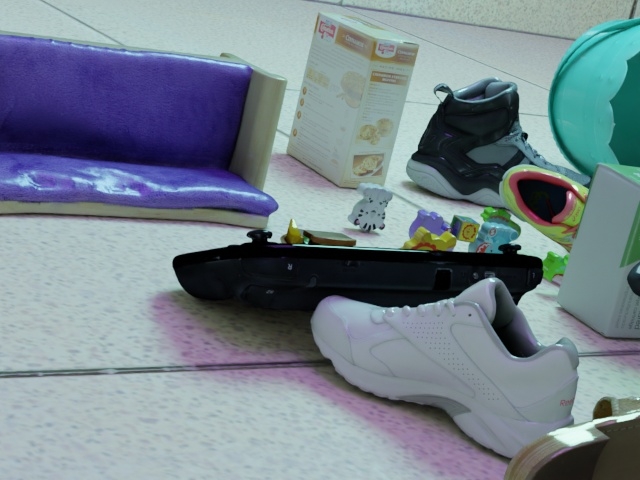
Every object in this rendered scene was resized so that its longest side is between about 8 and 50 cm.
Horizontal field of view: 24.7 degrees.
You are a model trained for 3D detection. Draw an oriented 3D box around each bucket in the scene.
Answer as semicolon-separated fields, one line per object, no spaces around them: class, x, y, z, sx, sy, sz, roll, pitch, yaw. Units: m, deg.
bucket;0.471;-0.189;2.076;0.281;0.281;0.183;6;8;-26

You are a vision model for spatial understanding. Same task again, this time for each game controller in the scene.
game controller;0.035;0.026;1.265;0.319;0.067;0.166;4;2;-34

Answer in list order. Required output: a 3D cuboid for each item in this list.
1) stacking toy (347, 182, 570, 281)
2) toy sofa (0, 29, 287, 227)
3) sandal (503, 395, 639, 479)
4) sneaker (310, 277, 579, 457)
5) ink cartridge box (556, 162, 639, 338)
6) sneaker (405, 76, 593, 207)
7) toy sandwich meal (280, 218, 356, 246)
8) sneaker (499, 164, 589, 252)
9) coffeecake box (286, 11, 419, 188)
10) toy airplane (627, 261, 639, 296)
stacking toy;0.153;0.002;1.542;0.221;0.052;0.167;9;16;-25
toy sofa;-0.209;-0.117;1.460;0.363;0.150;0.177;3;18;-34
sandal;0.214;0.137;1.039;0.240;0.088;0.079;-3;28;-33
sneaker;0.100;0.074;1.112;0.232;0.115;0.090;21;17;27
ink cartridge box;0.364;0.016;1.464;0.212;0.154;0.093;5;17;-29
sneaker;0.250;-0.120;1.845;0.269;0.153;0.101;9;16;-15
toy sandwich meal;0.000;0.000;1.447;0.086;0.029;0.085;13;16;-4
sneaker;0.284;-0.018;1.589;0.208;0.081;0.094;27;0;12
coffeecake box;0.037;-0.172;1.790;0.068;0.185;0.142;3;19;-32
toy airplane;0.477;-0.026;1.277;0.386;0.384;0.272;17;-22;-35
